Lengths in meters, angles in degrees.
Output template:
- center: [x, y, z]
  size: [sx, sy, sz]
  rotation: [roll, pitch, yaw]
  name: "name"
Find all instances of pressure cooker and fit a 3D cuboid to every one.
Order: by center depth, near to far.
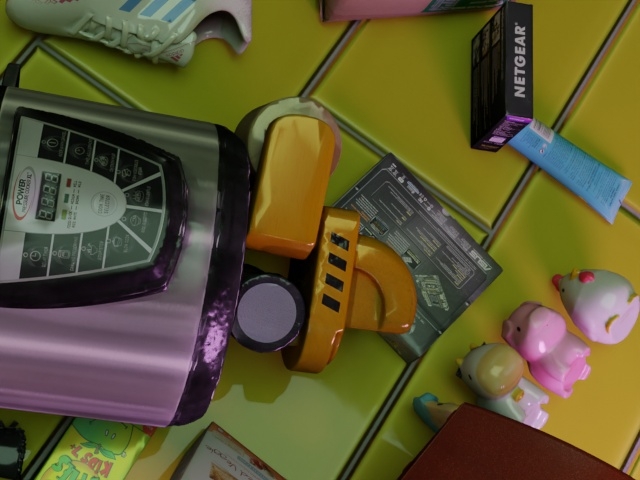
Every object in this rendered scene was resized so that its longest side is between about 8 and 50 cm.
- center: [-0.314, 0.019, 1.363]
  size: [0.420, 0.370, 0.375]
  rotation: [10, 112, -12]
  name: "pressure cooker"

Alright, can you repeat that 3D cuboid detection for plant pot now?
- center: [0.185, 0.358, 1.442]
  size: [0.236, 0.267, 0.267]
  rotation: [40, 48, 8]
  name: "plant pot"

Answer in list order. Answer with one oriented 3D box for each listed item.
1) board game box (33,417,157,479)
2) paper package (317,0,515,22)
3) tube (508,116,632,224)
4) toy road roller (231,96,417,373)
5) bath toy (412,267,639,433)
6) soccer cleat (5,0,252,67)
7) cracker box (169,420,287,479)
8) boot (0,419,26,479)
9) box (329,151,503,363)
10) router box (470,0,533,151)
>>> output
- center: [-0.285, 0.278, 1.465]
  size: [0.092, 0.043, 0.181]
  rotation: [34, 68, -5]
  name: "board game box"
- center: [0.138, -0.491, 1.747]
  size: [0.325, 0.168, 0.309]
  rotation: [-8, 78, -19]
  name: "paper package"
- center: [0.364, -0.112, 1.767]
  size: [0.207, 0.052, 0.080]
  rotation: [34, 73, -10]
  name: "tube"
- center: [0.000, 0.000, 1.499]
  size: [0.241, 0.202, 0.329]
  rotation: [9, 90, -14]
  name: "toy road roller"
- center: [0.286, 0.150, 1.629]
  size: [0.348, 0.151, 0.129]
  rotation: [-39, 52, -23]
  name: "bath toy"
- center: [-0.244, -0.296, 1.607]
  size: [0.331, 0.116, 0.143]
  rotation: [-10, 77, -19]
  name: "soccer cleat"
- center: [-0.104, 0.316, 1.408]
  size: [0.156, 0.232, 0.067]
  rotation: [39, 102, -3]
  name: "cracker box"
- center: [-0.405, 0.273, 1.434]
  size: [0.099, 0.045, 0.121]
  rotation: [8, 72, -17]
  name: "boot"
- center: [0.108, 0.023, 1.646]
  size: [0.231, 0.056, 0.183]
  rotation: [46, 69, 1]
  name: "box"
- center: [0.258, -0.232, 1.724]
  size: [0.046, 0.133, 0.178]
  rotation: [7, 73, -13]
  name: "router box"
